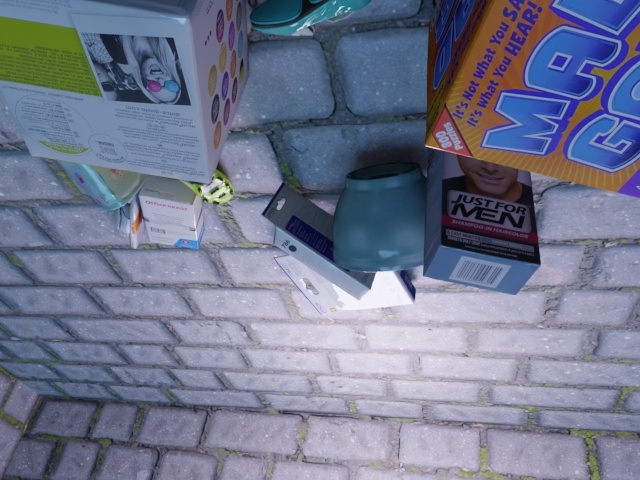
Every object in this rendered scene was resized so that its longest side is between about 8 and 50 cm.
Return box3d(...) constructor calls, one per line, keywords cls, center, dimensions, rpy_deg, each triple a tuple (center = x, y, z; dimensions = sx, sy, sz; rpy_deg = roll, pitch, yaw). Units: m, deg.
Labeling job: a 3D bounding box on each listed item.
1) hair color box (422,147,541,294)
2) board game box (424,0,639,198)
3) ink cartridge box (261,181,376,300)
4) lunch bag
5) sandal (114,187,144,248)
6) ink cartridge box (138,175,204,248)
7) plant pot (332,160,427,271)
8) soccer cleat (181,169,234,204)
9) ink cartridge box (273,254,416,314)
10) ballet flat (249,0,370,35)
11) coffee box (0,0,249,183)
box3d(cls="hair color box", center=(0.318, -0.088, 1.101), dimensions=(0.185, 0.374, 0.113), rpy_deg=(11, 143, -1))
box3d(cls="board game box", center=(0.382, -0.338, 0.787), dimensions=(0.357, 0.356, 0.356), rpy_deg=(13, 143, -3))
box3d(cls="ink cartridge box", center=(0.000, 0.000, 1.399), dimensions=(0.333, 0.165, 0.065), rpy_deg=(36, 130, -7))
box3d(cls="lunch bag", center=(-0.505, -0.201, 1.209), dimensions=(0.160, 0.262, 0.223), rpy_deg=(-32, 121, -5))
box3d(cls="sandal", center=(-0.555, -0.061, 1.561), dimensions=(0.076, 0.102, 0.265), rpy_deg=(15, 144, -10))
box3d(cls="ink cartridge box", center=(-0.410, -0.076, 1.520), dimensions=(0.148, 0.086, 0.203), rpy_deg=(10, 141, -1))
box3d(cls="plant pot", center=(0.158, -0.071, 1.267), dimensions=(0.293, 0.293, 0.196), rpy_deg=(-4, 109, 18))
box3d(cls="soccer cleat", center=(-0.326, -0.184, 1.372), dimensions=(0.093, 0.121, 0.289), rpy_deg=(-40, 143, 14))
box3d(cls="ink cartridge box", center=(0.079, 0.098, 1.642), dimensions=(0.330, 0.071, 0.324), rpy_deg=(-10, 137, 27))
box3d(cls="ballet flat", center=(-0.013, -0.422, 1.000), dimensions=(0.247, 0.083, 0.087), rpy_deg=(-11, 151, 28))
box3d(cls="coffee box", center=(-0.327, -0.349, 0.951), dimensions=(0.338, 0.337, 0.334), rpy_deg=(8, 142, 2))
